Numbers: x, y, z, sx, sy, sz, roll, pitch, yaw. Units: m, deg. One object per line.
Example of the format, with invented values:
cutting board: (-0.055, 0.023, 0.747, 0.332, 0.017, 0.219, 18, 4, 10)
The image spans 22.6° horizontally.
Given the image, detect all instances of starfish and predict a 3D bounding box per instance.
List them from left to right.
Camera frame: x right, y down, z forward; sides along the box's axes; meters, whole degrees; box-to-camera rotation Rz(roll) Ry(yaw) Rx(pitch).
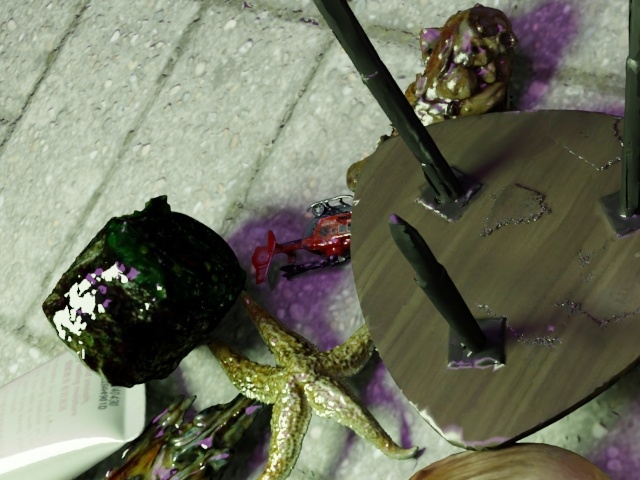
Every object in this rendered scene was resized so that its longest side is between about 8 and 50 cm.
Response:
starfish: (-0.004, 0.112, 1.319, 0.223, 0.050, 0.217, 34, 67, 29)

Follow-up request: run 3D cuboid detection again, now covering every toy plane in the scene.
toy plane: (0.000, 0.000, 1.412, 0.145, 0.037, 0.060, -15, 66, 28)

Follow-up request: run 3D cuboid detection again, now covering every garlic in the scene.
garlic: (0.137, 0.192, 1.115, 0.198, 0.128, 0.090, -7, 92, 27)

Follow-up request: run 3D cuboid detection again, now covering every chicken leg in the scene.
chicken leg: (0.103, -0.111, 1.375, 0.125, 0.080, 0.196, 26, 89, 55)

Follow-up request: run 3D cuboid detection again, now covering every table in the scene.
table: (0.106, -0.068, 1.144, 0.317, 0.249, 0.317, -11, 51, 15)

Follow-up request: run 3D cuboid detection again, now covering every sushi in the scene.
sushi: (-0.142, 0.042, 1.383, 0.124, 0.225, 0.127, 45, 102, 5)

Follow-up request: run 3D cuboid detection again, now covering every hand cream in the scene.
hand cream: (-0.300, 0.201, 1.492, 0.359, 0.118, 0.185, -30, 28, 16)

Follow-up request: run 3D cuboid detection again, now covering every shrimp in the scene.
shrimp: (-0.129, 0.293, 1.323, 0.233, 0.071, 0.365, 34, 83, 34)
